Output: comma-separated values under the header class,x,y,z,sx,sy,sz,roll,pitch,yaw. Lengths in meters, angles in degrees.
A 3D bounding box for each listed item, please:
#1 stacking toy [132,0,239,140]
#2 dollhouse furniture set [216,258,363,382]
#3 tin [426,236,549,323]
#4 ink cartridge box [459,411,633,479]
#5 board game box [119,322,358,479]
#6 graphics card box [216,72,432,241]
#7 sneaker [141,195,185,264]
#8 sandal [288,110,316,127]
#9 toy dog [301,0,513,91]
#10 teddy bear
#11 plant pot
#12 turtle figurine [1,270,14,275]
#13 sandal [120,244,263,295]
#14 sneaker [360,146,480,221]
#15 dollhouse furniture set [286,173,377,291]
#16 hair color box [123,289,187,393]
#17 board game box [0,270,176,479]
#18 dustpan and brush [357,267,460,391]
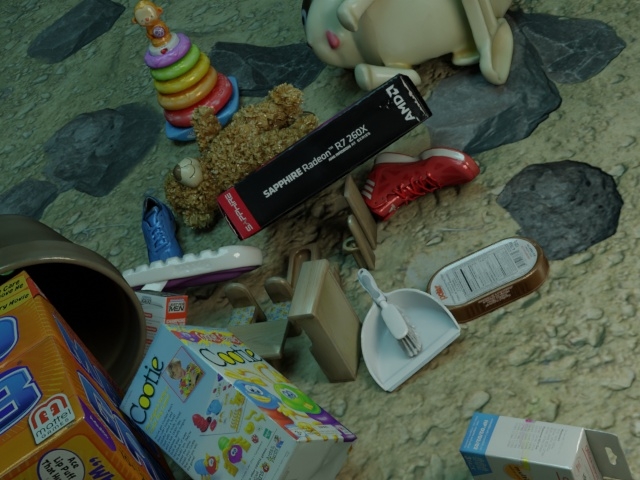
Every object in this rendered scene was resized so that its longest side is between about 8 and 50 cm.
class,x,y,z,sx,sy,sz,roll,pitch,yaw
stacking toy,-0.303,-0.374,2.208,0.175,0.302,0.166,-20,38,11
dollhouse furniture set,-0.078,0.136,1.597,0.242,0.161,0.212,-9,42,24
tin,0.249,0.057,1.586,0.189,0.040,0.106,-26,33,5
ink cartridge box,0.272,0.271,1.267,0.181,0.104,0.062,2,47,34
board game box,-0.113,0.245,1.417,0.275,0.142,0.144,36,104,32
graphics card box,0.013,-0.145,1.787,0.371,0.094,0.233,-32,2,12
sneaker,-0.304,-0.006,1.971,0.069,0.082,0.209,-25,39,3
sandal,-0.088,-0.201,2.078,0.180,0.072,0.049,-19,60,6
toy dog,0.147,-0.462,2.048,0.407,0.285,0.395,-8,42,28
teddy bear,-0.154,-0.167,1.995,0.337,0.113,0.245,-17,75,5
plant pot,-0.472,0.103,1.657,0.323,0.323,0.280,-35,39,-8
turtle figurine,-0.629,0.090,1.954,0.274,0.198,0.266,-31,5,44
sandal,-0.289,0.100,1.814,0.416,0.169,0.102,-18,80,24
sneaker,0.160,-0.083,1.780,0.221,0.087,0.128,-2,52,48
dollhouse furniture set,0.000,0.000,1.734,0.151,0.123,0.144,-15,39,18
hair color box,-0.267,0.167,1.693,0.093,0.053,0.167,7,95,37
board game box,-0.417,0.340,1.419,0.356,0.357,0.356,-34,38,-7
dustpan and brush,0.105,0.110,1.582,0.147,0.060,0.211,-40,32,6
